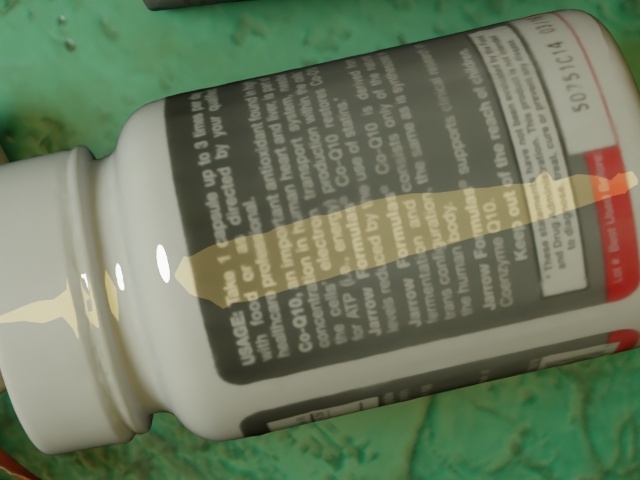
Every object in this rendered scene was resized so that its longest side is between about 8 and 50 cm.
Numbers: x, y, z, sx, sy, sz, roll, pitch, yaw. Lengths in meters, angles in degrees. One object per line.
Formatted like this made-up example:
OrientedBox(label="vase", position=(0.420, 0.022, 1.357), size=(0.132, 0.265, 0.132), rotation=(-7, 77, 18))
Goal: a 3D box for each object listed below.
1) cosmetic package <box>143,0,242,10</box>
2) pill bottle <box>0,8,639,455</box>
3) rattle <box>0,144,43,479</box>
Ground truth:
OrientedBox(label="cosmetic package", position=(0.089, -0.197, 0.550), size=(0.366, 0.197, 0.155), rotation=(-7, 94, -4))
OrientedBox(label="pill bottle", position=(0.000, 0.000, 0.577), size=(0.283, 0.161, 0.161), rotation=(-12, 95, -2))
OrientedBox(label="rattle", position=(-0.214, 0.034, 0.604), size=(0.143, 0.130, 0.199), rotation=(-7, 109, 1))
